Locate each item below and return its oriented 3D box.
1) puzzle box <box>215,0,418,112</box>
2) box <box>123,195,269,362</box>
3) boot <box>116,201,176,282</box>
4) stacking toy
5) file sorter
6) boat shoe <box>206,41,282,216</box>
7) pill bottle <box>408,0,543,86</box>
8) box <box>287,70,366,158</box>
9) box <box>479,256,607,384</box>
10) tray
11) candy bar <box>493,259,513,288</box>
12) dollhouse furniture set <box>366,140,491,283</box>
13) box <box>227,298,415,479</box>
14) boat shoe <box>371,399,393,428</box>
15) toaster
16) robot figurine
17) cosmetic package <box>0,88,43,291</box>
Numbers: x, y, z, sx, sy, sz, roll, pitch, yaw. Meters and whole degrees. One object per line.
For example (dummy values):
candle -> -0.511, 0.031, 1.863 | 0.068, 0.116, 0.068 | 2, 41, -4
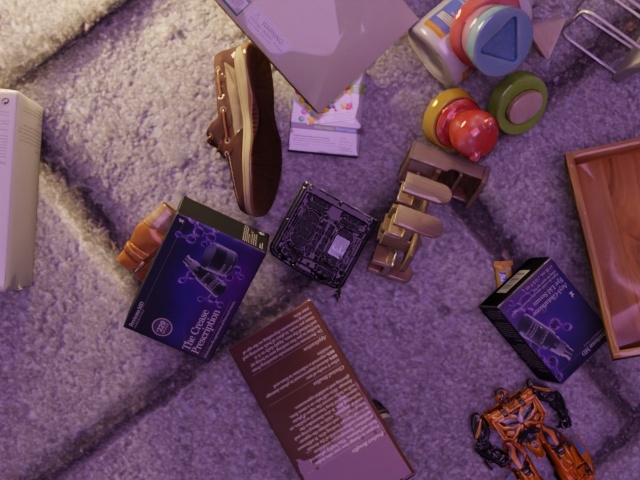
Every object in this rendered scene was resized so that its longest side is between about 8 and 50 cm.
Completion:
puzzle box -> -0.043, -0.483, 1.741 | 0.272, 0.052, 0.409 | -43, 104, 0
box -> -0.236, 0.075, 1.739 | 0.184, 0.103, 0.261 | 25, 110, -8
boot -> -0.290, 0.039, 1.811 | 0.197, 0.073, 0.152 | 41, 95, -4
stacking toy -> 0.364, -0.300, 1.738 | 0.279, 0.130, 0.309 | -4, 120, -28
file sorter -> 0.633, -0.490, 1.812 | 0.173, 0.193, 0.278 | 35, 87, 0
boat shoe -> -0.161, -0.214, 1.806 | 0.123, 0.123, 0.342 | -5, 90, 27
pill bottle -> 0.320, -0.444, 1.809 | 0.272, 0.152, 0.152 | -39, 92, -3
box -> 0.013, -0.266, 1.844 | 0.145, 0.038, 0.186 | 6, 88, -4
box -> 0.446, 0.159, 1.818 | 0.153, 0.108, 0.207 | -42, 95, -10
tray -> 0.619, 0.011, 1.768 | 0.203, 0.076, 0.411 | -12, 77, 10
candy bar -> 0.382, 0.121, 1.872 | 0.040, 0.018, 0.161 | -6, 89, -4
dollhouse furniture set -> 0.215, -0.049, 1.772 | 0.161, 0.212, 0.242 | 20, 61, -2
box -> 0.003, 0.325, 1.741 | 0.191, 0.143, 0.381 | -30, 75, -3
boat shoe -> 0.048, 0.394, 1.837 | 0.206, 0.075, 0.065 | -33, 48, 2
toaster -> 0.000, 0.000, 1.803 | 0.168, 0.110, 0.186 | 28, 87, -2
robot figurine -> 0.437, 0.424, 1.838 | 0.211, 0.085, 0.291 | -32, 91, -5
cosmetic package -> -0.626, -0.091, 1.723 | 0.155, 0.197, 0.365 | 5, 88, -4
